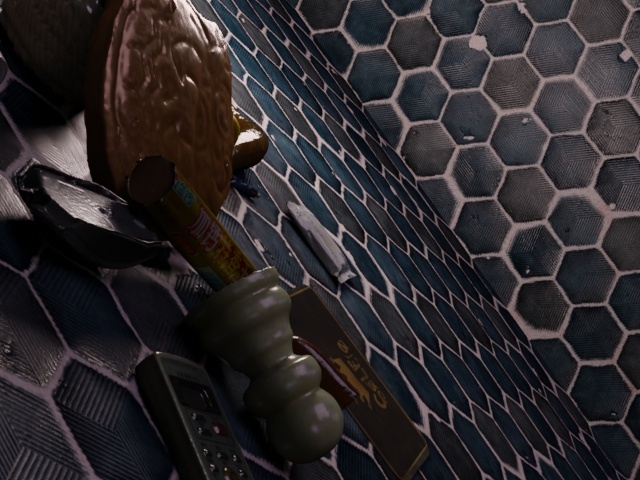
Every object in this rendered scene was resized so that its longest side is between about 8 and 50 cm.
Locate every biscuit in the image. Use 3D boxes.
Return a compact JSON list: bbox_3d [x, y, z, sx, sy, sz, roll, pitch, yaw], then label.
[{"bbox_3d":[-0.214,-0.180,1.697,0.365,0.062,0.385,34,55,-63],"label":"biscuit"}]

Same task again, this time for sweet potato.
[{"bbox_3d":[-0.151,-0.194,2.255,0.108,0.079,0.346,34,17,-18],"label":"sweet potato"}]

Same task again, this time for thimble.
[{"bbox_3d":[-0.355,-0.307,1.755,0.219,0.150,0.219,48,13,-15],"label":"thimble"}]

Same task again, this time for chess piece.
[{"bbox_3d":[-0.058,0.175,1.576,0.251,0.144,0.144,59,15,6],"label":"chess piece"}]

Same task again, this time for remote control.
[{"bbox_3d":[-0.119,0.257,1.362,0.123,0.038,0.285,30,27,-57],"label":"remote control"}]

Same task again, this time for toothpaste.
[{"bbox_3d":[-0.140,-0.099,2.180,0.083,0.019,0.027,32,41,-43],"label":"toothpaste"}]

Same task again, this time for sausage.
[{"bbox_3d":[-0.158,0.012,1.660,0.082,0.082,0.371,63,4,35],"label":"sausage"}]

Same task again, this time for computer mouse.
[{"bbox_3d":[-0.286,-0.016,1.441,0.126,0.071,0.231,46,13,30],"label":"computer mouse"}]

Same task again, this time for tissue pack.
[{"bbox_3d":[0.000,0.000,2.352,0.193,0.026,0.122,54,14,5],"label":"tissue pack"}]

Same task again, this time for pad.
[{"bbox_3d":[0.086,0.214,2.038,0.375,0.063,0.315,54,15,5],"label":"pad"}]

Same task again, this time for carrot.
[{"bbox_3d":[0.000,0.199,1.845,0.139,0.048,0.048,49,15,-6],"label":"carrot"}]

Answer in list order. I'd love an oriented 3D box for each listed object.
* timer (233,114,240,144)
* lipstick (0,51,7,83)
[{"bbox_3d":[-0.190,-0.180,2.050,0.107,0.107,0.109,34,20,-49],"label":"timer"},{"bbox_3d":[-0.497,-0.322,1.485,0.327,0.087,0.087,58,16,20],"label":"lipstick"}]
